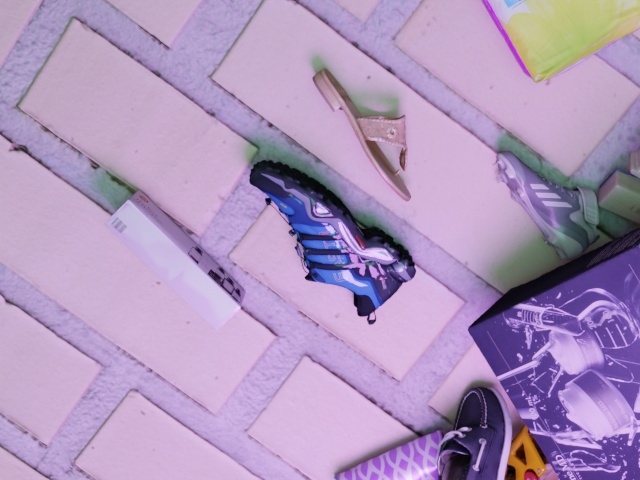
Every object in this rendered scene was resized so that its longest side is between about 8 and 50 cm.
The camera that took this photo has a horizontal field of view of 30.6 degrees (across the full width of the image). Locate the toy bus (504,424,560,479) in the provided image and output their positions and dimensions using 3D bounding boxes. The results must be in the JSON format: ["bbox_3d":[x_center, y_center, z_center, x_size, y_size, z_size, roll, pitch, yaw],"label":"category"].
[{"bbox_3d":[0.331,0.370,1.878,0.202,0.191,0.104,-30,57,7],"label":"toy bus"}]

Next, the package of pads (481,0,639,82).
[{"bbox_3d":[0.385,-0.390,1.707,0.296,0.101,0.229,-31,99,10],"label":"package of pads"}]

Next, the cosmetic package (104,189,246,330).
[{"bbox_3d":[-0.222,0.028,1.826,0.239,0.099,0.060,44,98,-8],"label":"cosmetic package"}]

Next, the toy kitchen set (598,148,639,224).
[{"bbox_3d":[0.531,-0.147,1.776,0.122,0.166,0.207,24,137,-11],"label":"toy kitchen set"}]

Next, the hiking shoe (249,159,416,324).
[{"bbox_3d":[0.000,0.000,1.803,0.304,0.113,0.132,38,101,-6],"label":"hiking shoe"}]

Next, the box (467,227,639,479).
[{"bbox_3d":[0.450,0.184,1.707,0.312,0.179,0.343,-32,90,39],"label":"box"}]

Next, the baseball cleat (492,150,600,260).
[{"bbox_3d":[0.355,-0.071,1.807,0.109,0.072,0.206,-37,104,-5],"label":"baseball cleat"}]

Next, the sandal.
[{"bbox_3d":[0.090,-0.175,1.774,0.079,0.088,0.240,-36,94,15],"label":"sandal"}]

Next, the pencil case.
[{"bbox_3d":[0.127,0.384,1.902,0.206,0.086,0.088,-25,135,9],"label":"pencil case"}]

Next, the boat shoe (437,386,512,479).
[{"bbox_3d":[0.225,0.339,1.784,0.091,0.302,0.114,25,130,-17],"label":"boat shoe"}]
